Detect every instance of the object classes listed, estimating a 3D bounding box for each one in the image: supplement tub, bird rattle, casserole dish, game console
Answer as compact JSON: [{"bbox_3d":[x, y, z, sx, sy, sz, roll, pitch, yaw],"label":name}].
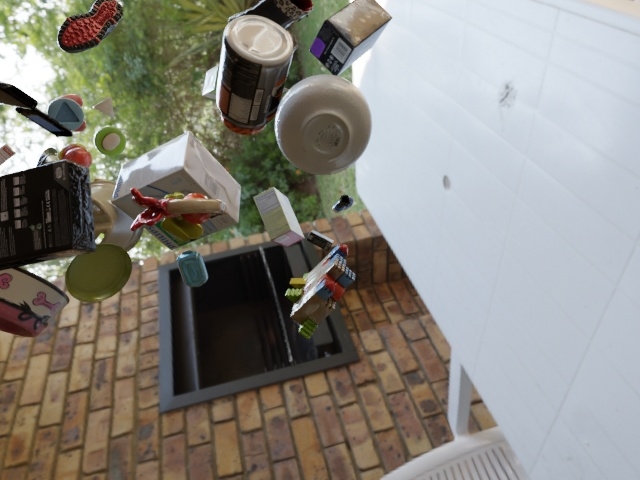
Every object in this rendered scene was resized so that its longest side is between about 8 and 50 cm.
[{"bbox_3d":[-0.202,-0.465,1.397,0.316,0.193,0.194,123,136,-59],"label":"supplement tub"},{"bbox_3d":[-0.349,-0.087,1.215,0.253,0.206,0.143,52,-148,-78],"label":"bird rattle"},{"bbox_3d":[-0.580,0.136,2.175,0.037,0.114,0.189,-122,18,-65],"label":"casserole dish"},{"bbox_3d":[-1.047,-0.467,1.722,0.361,0.213,0.044,43,-115,-63],"label":"game console"}]

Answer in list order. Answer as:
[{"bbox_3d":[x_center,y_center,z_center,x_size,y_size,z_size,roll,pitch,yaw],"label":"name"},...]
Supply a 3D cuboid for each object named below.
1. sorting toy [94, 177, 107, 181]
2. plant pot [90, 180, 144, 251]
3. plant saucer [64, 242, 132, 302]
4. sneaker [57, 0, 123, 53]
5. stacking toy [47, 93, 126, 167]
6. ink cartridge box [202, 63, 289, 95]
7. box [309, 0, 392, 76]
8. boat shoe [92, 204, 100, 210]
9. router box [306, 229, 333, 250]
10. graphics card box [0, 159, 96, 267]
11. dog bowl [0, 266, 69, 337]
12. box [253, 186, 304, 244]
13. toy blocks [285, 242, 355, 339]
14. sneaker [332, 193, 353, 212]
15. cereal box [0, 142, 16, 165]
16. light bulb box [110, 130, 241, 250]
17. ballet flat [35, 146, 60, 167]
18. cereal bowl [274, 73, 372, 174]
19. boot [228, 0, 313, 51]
[{"bbox_3d":[-1.290,-0.298,2.481,0.196,0.347,0.047,100,166,-52],"label":"sorting toy"},{"bbox_3d":[-0.900,-0.074,1.904,0.305,0.333,0.334,-148,46,-80],"label":"plant pot"},{"bbox_3d":[-0.815,0.113,1.759,0.037,0.240,0.241,30,140,38],"label":"plant saucer"},{"bbox_3d":[-0.715,-0.644,1.495,0.104,0.262,0.125,42,142,-18],"label":"sneaker"},{"bbox_3d":[-0.956,-0.448,1.981,0.130,0.279,0.309,28,132,56],"label":"stacking toy"},{"bbox_3d":[-0.347,-0.691,2.239,0.207,0.353,0.119,15,95,60],"label":"ink cartridge box"},{"bbox_3d":[0.112,-0.750,1.746,0.143,0.270,0.165,44,149,-3],"label":"box"},{"bbox_3d":[-1.064,-0.182,2.481,0.341,0.157,0.127,-67,-8,-63],"label":"boat shoe"},{"bbox_3d":[0.000,0.000,1.787,0.038,0.092,0.122,-63,-2,5],"label":"router box"},{"bbox_3d":[-0.771,-0.054,1.234,0.094,0.370,0.233,27,-128,-75],"label":"graphics card box"},{"bbox_3d":[-1.038,0.179,1.526,0.408,0.407,0.151,94,-169,-61],"label":"dog bowl"},{"bbox_3d":[-0.204,-0.110,2.385,0.243,0.117,0.213,67,-170,15],"label":"box"},{"bbox_3d":[0.024,0.170,1.859,0.190,0.261,0.381,40,-157,-11],"label":"toy blocks"},{"bbox_3d":[0.126,-0.189,2.297,0.058,0.152,0.084,52,136,8],"label":"sneaker"},{"bbox_3d":[-1.070,-0.202,1.484,0.172,0.240,0.047,1,137,47],"label":"cereal box"},{"bbox_3d":[-0.575,-0.190,1.961,0.358,0.360,0.226,50,-153,-44],"label":"light bulb box"},{"bbox_3d":[-1.132,-0.278,1.985,0.095,0.096,0.281,68,-155,-51],"label":"ballet flat"},{"bbox_3d":[0.012,-0.368,1.600,0.141,0.338,0.339,-96,-1,-60],"label":"cereal bowl"},{"bbox_3d":[-0.148,-0.882,1.936,0.377,0.284,0.138,-3,-103,-54],"label":"boot"}]
